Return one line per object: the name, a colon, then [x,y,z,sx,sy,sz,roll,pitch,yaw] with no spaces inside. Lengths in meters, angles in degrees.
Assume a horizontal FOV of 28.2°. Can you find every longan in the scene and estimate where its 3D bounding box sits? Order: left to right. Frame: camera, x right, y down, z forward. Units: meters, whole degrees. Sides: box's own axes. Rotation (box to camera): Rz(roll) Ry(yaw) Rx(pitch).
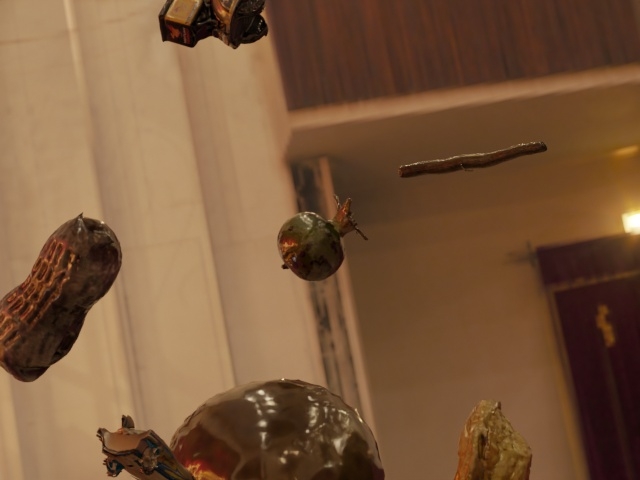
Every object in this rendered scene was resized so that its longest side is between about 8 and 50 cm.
longan: [-0.083,0.429,2.173,0.391,0.391,0.391,-10,-10,-2]

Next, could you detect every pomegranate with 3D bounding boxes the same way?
pomegranate: [-0.003,0.001,2.493,0.169,0.148,0.148,-34,-1,-20]

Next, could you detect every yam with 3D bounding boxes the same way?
yam: [0.229,-0.120,1.933,0.234,0.027,0.029,-9,8,24]

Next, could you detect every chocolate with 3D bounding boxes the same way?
chocolate: [-0.323,0.069,1.547,0.248,0.110,0.110,-49,-27,22]

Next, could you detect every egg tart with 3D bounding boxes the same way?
egg tart: [0.275,0.402,2.070,0.123,0.294,0.294,13,-6,11]

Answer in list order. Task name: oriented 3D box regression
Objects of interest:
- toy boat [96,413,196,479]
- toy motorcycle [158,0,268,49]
toy boat: [-0.216,0.298,1.678,0.084,0.066,0.210,-4,-32,25]
toy motorcycle: [-0.131,-0.399,1.930,0.157,0.263,0.091,16,-31,9]
